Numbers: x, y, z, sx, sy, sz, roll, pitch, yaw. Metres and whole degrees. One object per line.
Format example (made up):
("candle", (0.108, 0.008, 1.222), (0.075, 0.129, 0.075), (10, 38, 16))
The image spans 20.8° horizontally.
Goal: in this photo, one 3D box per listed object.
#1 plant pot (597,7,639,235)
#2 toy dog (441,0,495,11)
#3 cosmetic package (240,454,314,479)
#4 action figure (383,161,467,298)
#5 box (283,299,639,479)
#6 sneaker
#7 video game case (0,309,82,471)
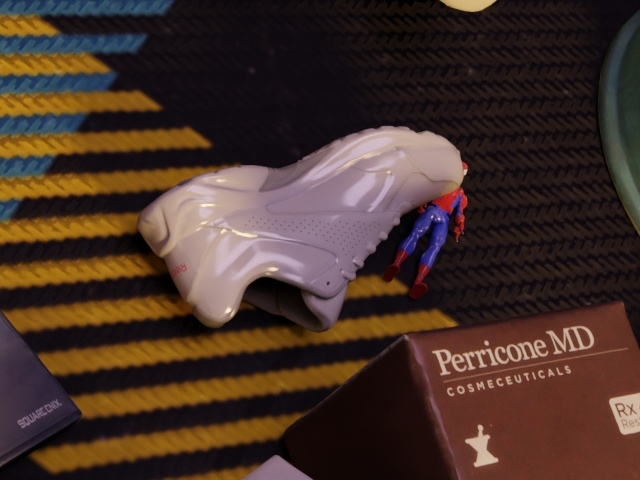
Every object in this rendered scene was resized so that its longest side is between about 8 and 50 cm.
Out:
("plant pot", (0.436, -0.126, 1.274), (0.341, 0.334, 0.341), (12, 60, -22))
("toy dog", (0.065, -0.360, 1.234), (0.408, 0.284, 0.395), (-21, 76, -34))
("cosmetic package", (-0.077, 0.286, 0.834), (0.197, 0.155, 0.365), (31, 44, 32))
("action figure", (0.079, -0.013, 1.208), (0.038, 0.030, 0.115), (31, 51, -5))
("box", (0.109, 0.167, 1.036), (0.168, 0.167, 0.203), (-7, 68, -32))
("sneaker", (0.000, 0.000, 1.130), (0.232, 0.090, 0.115), (-18, 80, -25))
("video game case", (-0.262, 0.020, 0.942), (0.274, 0.026, 0.196), (51, 21, 4))
